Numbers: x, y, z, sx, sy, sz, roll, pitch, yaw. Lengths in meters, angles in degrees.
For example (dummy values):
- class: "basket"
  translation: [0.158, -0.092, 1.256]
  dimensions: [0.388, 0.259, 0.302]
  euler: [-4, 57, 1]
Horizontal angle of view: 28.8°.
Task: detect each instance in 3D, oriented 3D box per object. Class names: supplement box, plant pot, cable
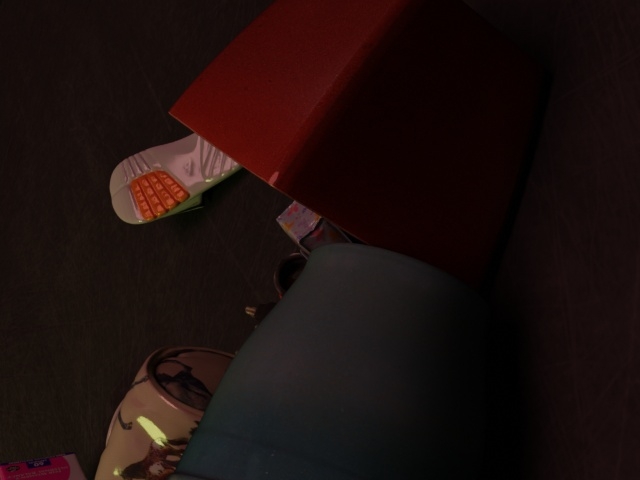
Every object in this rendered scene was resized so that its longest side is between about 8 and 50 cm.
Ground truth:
- class: "supplement box"
  translation: [-0.365, 0.387, 1.694]
  dimensions: [0.220, 0.111, 0.114]
  euler: [-145, 53, -63]
- class: "plant pot"
  translation: [0.056, -0.131, 1.220]
  dimensions: [0.236, 0.267, 0.267]
  euler: [-58, 34, 3]
- class: "cable"
  translation: [0.017, 0.095, 1.374]
  dimensions: [0.287, 0.072, 0.140]
  euler: [13, 70, 46]
- class: "plant pot"
  translation: [0.034, 0.151, 1.125]
  dimensions: [0.271, 0.271, 0.255]
  euler: [-6, 58, 56]

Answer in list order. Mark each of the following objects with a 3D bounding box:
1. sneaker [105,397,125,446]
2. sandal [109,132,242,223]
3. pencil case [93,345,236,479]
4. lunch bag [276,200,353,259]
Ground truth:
- class: "sneaker"
  translation: [-0.261, 0.307, 1.666]
  dimensions: [0.094, 0.080, 0.212]
  euler: [157, 122, -65]
- class: "sandal"
  translation: [-0.175, -0.090, 1.718]
  dimensions: [0.265, 0.076, 0.102]
  euler: [-20, 72, 28]
- class: "pencil case"
  translation: [-0.176, 0.317, 1.410]
  dimensions: [0.183, 0.160, 0.410]
  euler: [25, 107, 15]
- class: "lunch bag"
  translation: [0.000, 0.000, 1.389]
  dimensions: [0.053, 0.083, 0.071]
  euler: [-48, 34, 0]
